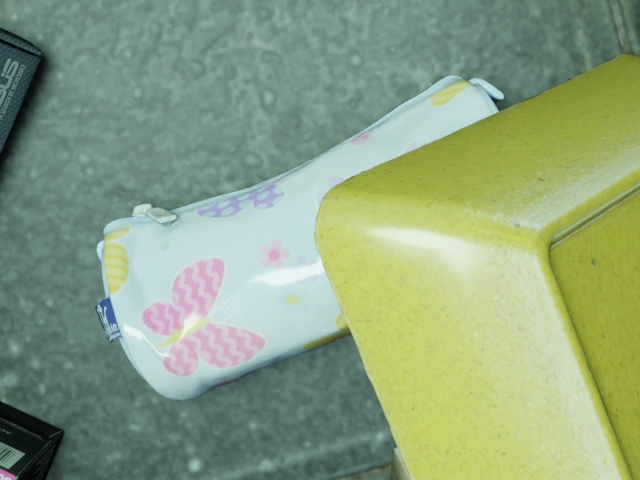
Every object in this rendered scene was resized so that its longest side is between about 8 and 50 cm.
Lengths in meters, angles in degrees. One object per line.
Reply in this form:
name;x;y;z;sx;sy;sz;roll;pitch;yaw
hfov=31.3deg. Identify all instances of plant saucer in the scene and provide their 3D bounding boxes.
plant saucer;0.183;0.075;0.613;0.081;0.332;0.333;-17;97;47

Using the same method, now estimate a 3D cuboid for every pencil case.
pencil case;0.000;0.000;0.711;0.273;0.113;0.124;-22;75;6

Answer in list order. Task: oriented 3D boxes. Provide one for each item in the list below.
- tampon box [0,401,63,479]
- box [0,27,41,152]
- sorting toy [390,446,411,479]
tampon box;-0.263;0.185;0.750;0.120;0.101;0.161;24;97;1
box;-0.302;-0.049;0.700;0.183;0.059;0.233;21;98;-38
sorting toy;0.089;0.193;0.691;0.046;0.274;0.132;-21;61;-10
